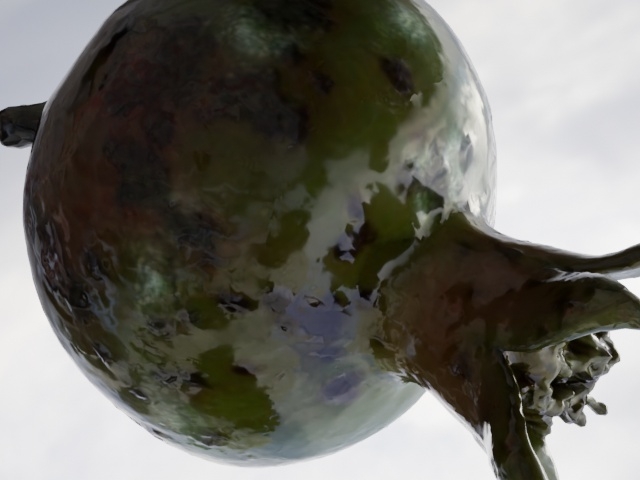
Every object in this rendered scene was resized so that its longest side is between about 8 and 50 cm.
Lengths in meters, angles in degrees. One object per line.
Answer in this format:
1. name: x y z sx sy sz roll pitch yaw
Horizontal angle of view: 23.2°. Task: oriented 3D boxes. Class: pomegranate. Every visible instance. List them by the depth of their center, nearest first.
1. pomegranate: -0.001 0.006 0.444 0.156 0.156 0.220 -26 -140 -15
